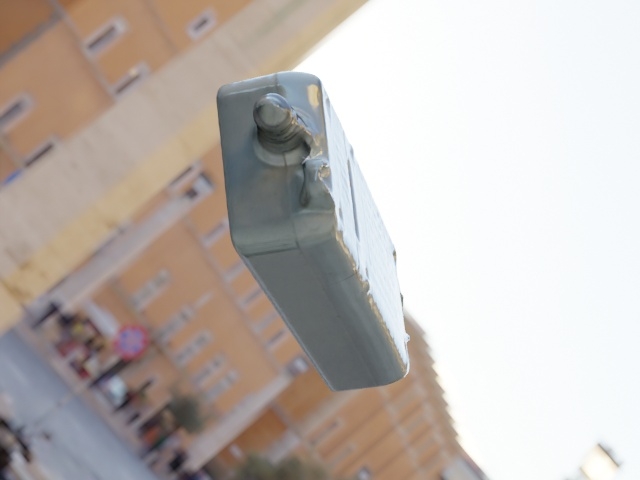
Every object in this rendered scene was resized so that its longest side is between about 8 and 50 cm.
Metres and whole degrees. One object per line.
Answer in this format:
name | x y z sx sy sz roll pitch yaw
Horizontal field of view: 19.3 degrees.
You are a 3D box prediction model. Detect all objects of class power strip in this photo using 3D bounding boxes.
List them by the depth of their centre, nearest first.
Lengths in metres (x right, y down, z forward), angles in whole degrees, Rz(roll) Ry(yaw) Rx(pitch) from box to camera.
power strip | 0.000 0.000 1.059 0.338 0.058 0.098 63 20 -68
